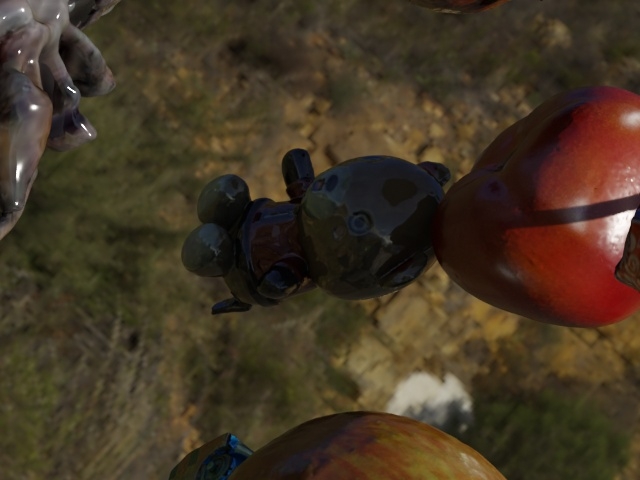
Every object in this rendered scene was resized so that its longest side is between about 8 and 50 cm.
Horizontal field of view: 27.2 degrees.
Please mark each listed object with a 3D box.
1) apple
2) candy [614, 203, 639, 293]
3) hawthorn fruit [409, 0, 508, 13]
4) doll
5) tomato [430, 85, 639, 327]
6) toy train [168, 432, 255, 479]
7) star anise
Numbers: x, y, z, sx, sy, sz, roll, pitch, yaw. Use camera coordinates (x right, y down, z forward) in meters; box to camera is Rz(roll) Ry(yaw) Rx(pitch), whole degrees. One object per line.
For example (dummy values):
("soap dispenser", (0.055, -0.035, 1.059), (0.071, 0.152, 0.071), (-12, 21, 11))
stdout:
("apple", (0.025, 0.274, 1.030), (0.250, 0.309, 0.277), (41, 26, 16))
("candy", (0.421, -0.018, 1.124), (0.124, 0.365, 0.124), (168, -90, -70))
("hawthorn fruit", (0.153, -0.403, 1.437), (0.316, 0.316, 0.316), (42, -4, 4))
("doll", (0.000, 0.000, 1.603), (0.330, 0.235, 0.174), (-10, -54, 26))
("tomato", (0.274, -0.025, 1.427), (0.226, 0.298, 0.298), (47, -5, -5))
("toy train", (-0.109, 0.276, 1.259), (0.072, 0.099, 0.188), (46, 34, -26))
("star anise", (-0.261, -0.153, 0.960), (0.359, 0.139, 0.316), (-29, 96, -56))
